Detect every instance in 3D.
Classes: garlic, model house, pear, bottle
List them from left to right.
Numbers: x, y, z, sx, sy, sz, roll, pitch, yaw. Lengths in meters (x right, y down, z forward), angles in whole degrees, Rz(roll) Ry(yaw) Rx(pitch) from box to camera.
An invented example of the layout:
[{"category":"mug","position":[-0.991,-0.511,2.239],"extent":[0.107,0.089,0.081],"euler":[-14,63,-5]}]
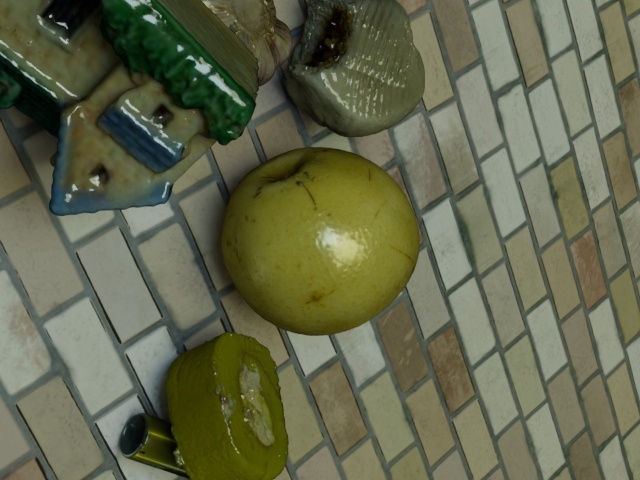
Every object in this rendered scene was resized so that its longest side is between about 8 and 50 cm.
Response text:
[{"category":"model house","position":[-0.327,-0.235,1.359],"extent":[0.343,0.334,0.382],"euler":[-40,110,14]},{"category":"bottle","position":[-0.217,0.386,1.717],"extent":[0.286,0.082,0.082],"euler":[31,78,-36]},{"category":"garlic","position":[-0.165,-0.359,1.617],"extent":[0.245,0.161,0.244],"euler":[16,66,-40]},{"category":"pear","position":[0.000,0.000,1.675],"extent":[0.348,0.348,0.348],"euler":[-6,100,-37]}]

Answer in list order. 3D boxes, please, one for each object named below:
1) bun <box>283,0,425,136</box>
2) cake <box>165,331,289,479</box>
[{"category":"bun","position":[0.054,-0.316,1.752],"extent":[0.282,0.205,0.281],"euler":[0,90,-30]},{"category":"cake","position":[-0.162,0.295,1.646],"extent":[0.179,0.156,0.260],"euler":[25,44,-46]}]
